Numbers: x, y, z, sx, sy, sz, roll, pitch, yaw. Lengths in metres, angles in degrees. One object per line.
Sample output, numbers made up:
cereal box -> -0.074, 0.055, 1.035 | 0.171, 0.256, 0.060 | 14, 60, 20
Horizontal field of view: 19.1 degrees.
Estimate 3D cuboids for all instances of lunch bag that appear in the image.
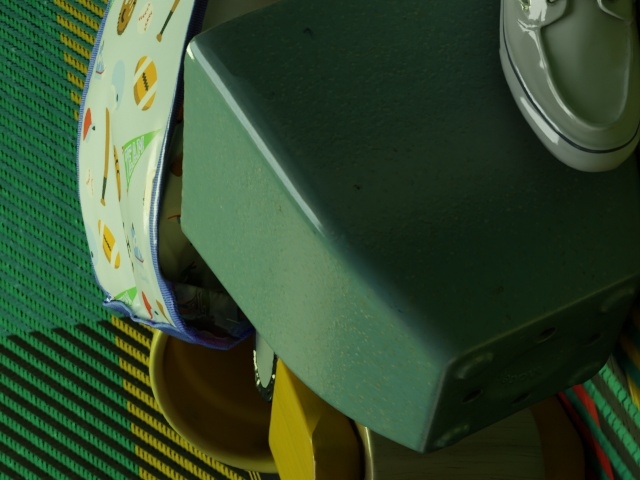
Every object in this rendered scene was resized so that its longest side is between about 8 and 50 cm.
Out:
lunch bag -> -0.086, -0.101, 1.714 | 0.328, 0.239, 0.385 | -169, 96, -70

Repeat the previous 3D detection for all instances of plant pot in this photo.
plant pot -> -0.042, 0.074, 1.993 | 0.239, 0.254, 0.254 | -87, -5, -58
plant pot -> 0.075, -0.013, 1.242 | 0.252, 0.248, 0.247 | 59, 161, 24

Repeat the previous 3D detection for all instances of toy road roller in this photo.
toy road roller -> 0.070, 0.064, 1.438 | 0.329, 0.203, 0.240 | -113, 26, -59

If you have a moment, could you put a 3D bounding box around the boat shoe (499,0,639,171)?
boat shoe -> 0.144, -0.154, 1.128 | 0.076, 0.083, 0.226 | 101, 158, -66
